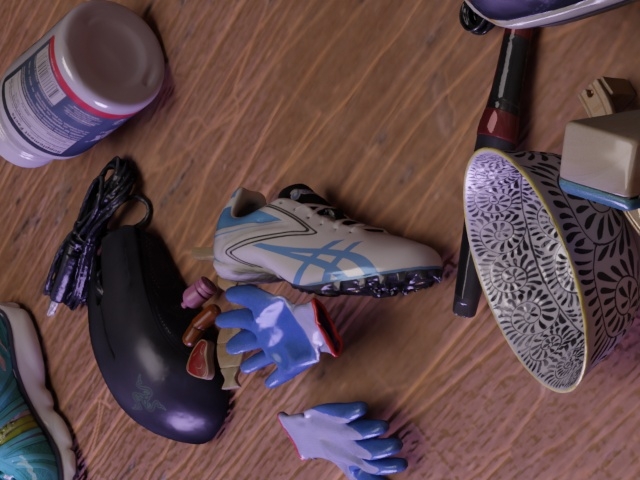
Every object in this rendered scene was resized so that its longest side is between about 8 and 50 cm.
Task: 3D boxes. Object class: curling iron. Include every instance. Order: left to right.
[{"bbox_3d":[0.120,-0.079,1.324,0.068,0.035,0.274,18,109,53],"label":"curling iron"}]

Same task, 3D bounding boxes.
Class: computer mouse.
[{"bbox_3d":[-0.177,0.075,1.687,0.272,0.072,0.188,55,133,30],"label":"computer mouse"}]

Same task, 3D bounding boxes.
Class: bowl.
[{"bbox_3d":[0.167,0.008,1.225,0.170,0.080,0.170,161,90,-76],"label":"bowl"}]

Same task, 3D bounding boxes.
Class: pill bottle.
[{"bbox_3d":[-0.230,-0.135,1.689,0.180,0.108,0.108,-29,73,49],"label":"pill bottle"}]

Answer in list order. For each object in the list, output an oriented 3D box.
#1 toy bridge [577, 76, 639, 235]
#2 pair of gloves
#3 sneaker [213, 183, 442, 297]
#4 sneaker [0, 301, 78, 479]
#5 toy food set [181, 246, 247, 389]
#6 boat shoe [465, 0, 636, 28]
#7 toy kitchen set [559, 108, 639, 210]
[{"bbox_3d":[0.216,-0.025,1.188,0.026,0.063,0.188,-42,63,34],"label":"toy bridge"},{"bbox_3d":[-0.008,0.121,1.471,0.159,0.023,0.198,-7,113,58],"label":"pair of gloves"},{"bbox_3d":[0.000,0.000,1.450,0.237,0.085,0.086,7,92,47],"label":"sneaker"},{"bbox_3d":[-0.323,0.193,1.856,0.107,0.110,0.275,-41,65,46],"label":"sneaker"},{"bbox_3d":[-0.090,0.067,1.598,0.078,0.019,0.122,0,80,33],"label":"toy food set"},{"bbox_3d":[0.234,-0.254,1.009,0.500,0.156,0.187,-19,62,41],"label":"boat shoe"},{"bbox_3d":[0.250,0.026,1.092,0.207,0.122,0.166,20,112,41],"label":"toy kitchen set"}]
